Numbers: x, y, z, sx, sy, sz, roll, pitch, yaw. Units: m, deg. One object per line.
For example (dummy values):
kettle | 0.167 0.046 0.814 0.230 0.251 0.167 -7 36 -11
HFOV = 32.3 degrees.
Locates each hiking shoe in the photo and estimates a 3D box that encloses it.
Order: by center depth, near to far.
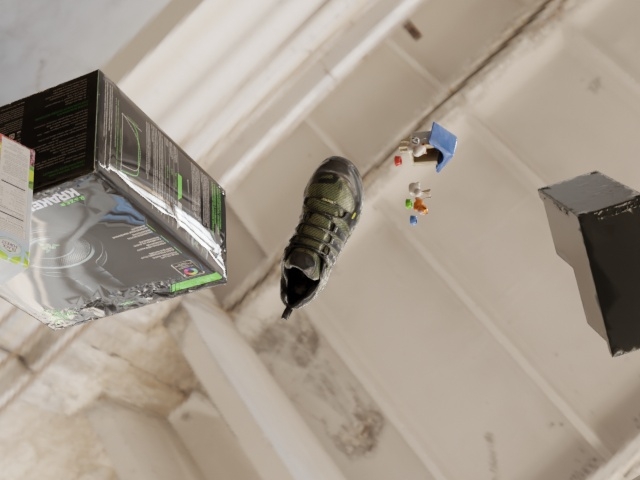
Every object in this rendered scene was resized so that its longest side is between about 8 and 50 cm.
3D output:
hiking shoe | 0.000 0.000 1.478 0.086 0.114 0.226 17 -64 1

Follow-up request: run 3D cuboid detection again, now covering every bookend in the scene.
bookend | 0.303 0.020 1.176 0.072 0.157 0.156 -17 -167 0

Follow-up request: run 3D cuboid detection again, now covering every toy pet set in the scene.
toy pet set | 0.157 -0.102 1.565 0.065 0.122 0.114 -2 -138 19

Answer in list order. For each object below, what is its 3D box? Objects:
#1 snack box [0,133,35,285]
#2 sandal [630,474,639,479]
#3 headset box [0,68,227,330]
snack box | -0.257 0.002 0.767 0.141 0.037 0.100 -30 -131 30
sandal | 0.286 0.119 0.598 0.303 0.120 0.086 -20 -109 -22
headset box | -0.267 -0.027 1.222 0.246 0.283 0.131 -16 -122 19
